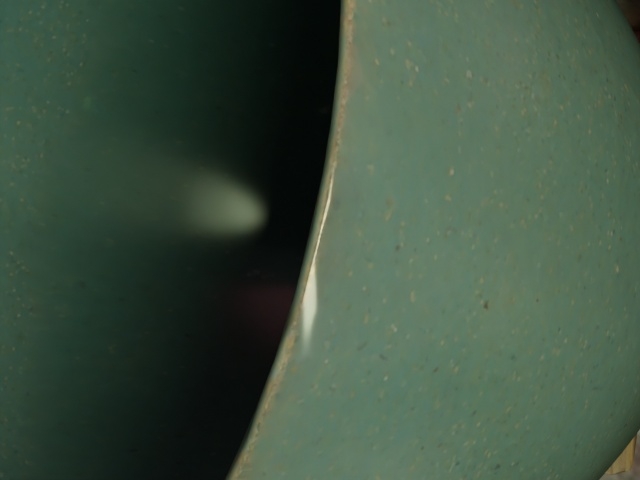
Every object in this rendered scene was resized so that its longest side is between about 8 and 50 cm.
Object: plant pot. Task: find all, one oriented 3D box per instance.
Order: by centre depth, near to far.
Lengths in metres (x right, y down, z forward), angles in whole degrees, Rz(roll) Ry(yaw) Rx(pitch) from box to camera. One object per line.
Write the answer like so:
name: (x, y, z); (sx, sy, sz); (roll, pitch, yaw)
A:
plant pot: (0.000, 0.000, 0.483); (0.195, 0.290, 0.290); (14, 45, -34)

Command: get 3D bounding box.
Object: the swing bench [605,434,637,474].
swing bench: (0.246, -0.034, 0.566); (0.255, 0.165, 0.253); (12, 53, 6)

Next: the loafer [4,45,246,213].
loafer: (-0.036, -0.060, 0.633); (0.223, 0.076, 0.078); (-15, 19, -14)
